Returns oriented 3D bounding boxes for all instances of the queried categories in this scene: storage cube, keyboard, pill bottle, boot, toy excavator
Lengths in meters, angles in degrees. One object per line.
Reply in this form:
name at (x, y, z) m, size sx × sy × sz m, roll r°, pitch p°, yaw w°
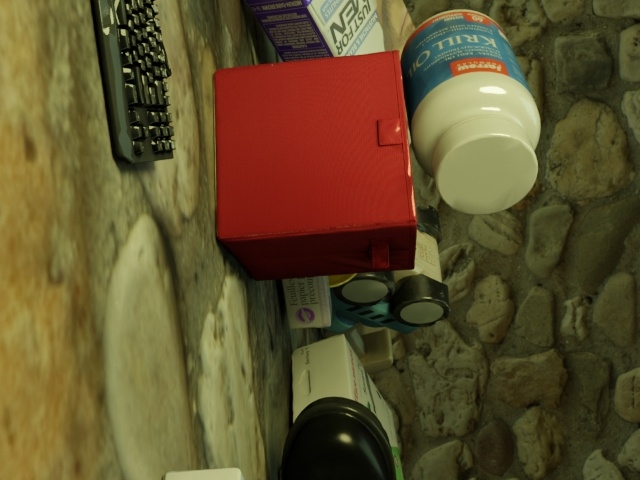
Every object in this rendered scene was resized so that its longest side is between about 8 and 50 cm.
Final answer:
storage cube at (0.000, -0.069, 0.758) m, size 0.184 × 0.193 × 0.215 m, roll 67°, pitch 19°, yaw -73°
keyboard at (-0.120, -0.143, 0.461) m, size 0.108 × 0.023 × 0.180 m, roll -64°, pitch 149°, yaw -80°
pill bottle at (0.148, -0.130, 0.700) m, size 0.221 × 0.124 × 0.124 m, roll -91°, pitch 173°, yaw -48°
boot at (0.012, 0.358, 0.693) m, size 0.260 × 0.131 × 0.348 m, roll -54°, pitch 144°, yaw -82°
toy excavator at (0.080, 0.120, 1.437) m, size 0.433 × 0.445 × 0.222 m, roll 24°, pitch 49°, yaw -32°

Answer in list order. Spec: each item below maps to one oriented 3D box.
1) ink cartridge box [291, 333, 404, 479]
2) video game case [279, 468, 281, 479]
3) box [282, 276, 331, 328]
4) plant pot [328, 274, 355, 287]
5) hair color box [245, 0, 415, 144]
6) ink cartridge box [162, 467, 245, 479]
ink cartridge box at (0.043, 0.277, 1.079) m, size 0.160 × 0.092 × 0.219 m, roll -96°, pitch 161°, yaw -51°
video game case at (-0.019, 0.397, 1.008) m, size 0.285 × 0.025 × 0.204 m, roll 40°, pitch 46°, yaw -83°
box at (-0.033, -0.029, 0.977) m, size 0.067 × 0.063 × 0.324 m, roll -82°, pitch 166°, yaw -65°
plant pot at (0.000, 0.000, 1.151) m, size 0.095 × 0.134 × 0.134 m, roll -147°, pitch -133°, yaw -64°
hair color box at (0.045, -0.287, 1.016) m, size 0.185 × 0.110 × 0.339 m, roll -61°, pitch 138°, yaw -25°
ink cartridge box at (-0.056, 0.319, 0.500) m, size 0.311 × 0.065 × 0.186 m, roll 83°, pitch 5°, yaw -45°
